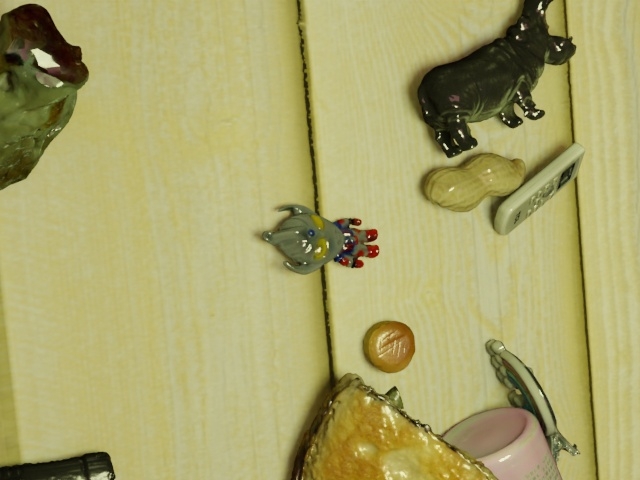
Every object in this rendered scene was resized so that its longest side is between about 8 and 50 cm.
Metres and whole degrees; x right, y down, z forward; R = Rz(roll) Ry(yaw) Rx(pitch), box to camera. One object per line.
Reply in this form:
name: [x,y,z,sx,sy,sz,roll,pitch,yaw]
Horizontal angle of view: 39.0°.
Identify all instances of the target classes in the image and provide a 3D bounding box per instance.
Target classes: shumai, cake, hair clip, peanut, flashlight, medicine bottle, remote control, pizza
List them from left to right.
shumai: [-0.430,-0.178,1.132,0.222,0.204,0.272,45,80,-15]
flashlight: [-0.395,0.335,1.222,0.232,0.093,0.092,-3,93,-21]
pizza: [0.091,0.393,1.350,0.435,0.080,0.391,-29,85,11]
cake: [0.110,0.168,1.432,0.084,0.044,0.084,0,91,-19]
peanut: [0.253,-0.095,1.461,0.187,0.082,0.082,-21,99,-20]
medicine bottle: [0.312,0.433,1.447,0.178,0.178,0.290,-27,101,-18]
hair clip: [0.350,0.265,1.476,0.054,0.140,0.220,-29,103,-8]
remote control: [0.362,-0.082,1.500,0.190,0.087,0.029,-37,65,-16]

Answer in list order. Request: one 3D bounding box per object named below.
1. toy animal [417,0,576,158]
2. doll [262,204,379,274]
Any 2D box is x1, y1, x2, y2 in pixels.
toy animal: [0.300,-0.268,1.459,0.343,0.106,0.168,-42,98,-21]
doll: [0.000,0.001,1.376,0.195,0.062,0.104,4,91,-28]
